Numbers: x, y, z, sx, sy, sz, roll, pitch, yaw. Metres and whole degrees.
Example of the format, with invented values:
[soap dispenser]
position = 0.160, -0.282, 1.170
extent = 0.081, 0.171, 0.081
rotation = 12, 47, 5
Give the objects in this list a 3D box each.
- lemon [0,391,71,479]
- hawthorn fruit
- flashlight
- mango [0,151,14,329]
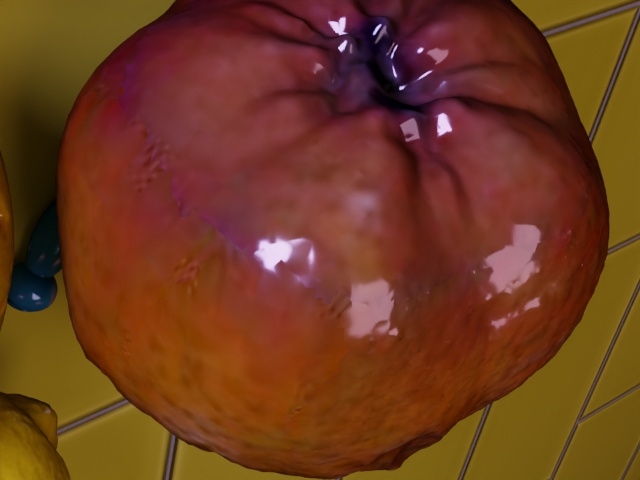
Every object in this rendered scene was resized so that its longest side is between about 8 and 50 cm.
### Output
[lemon]
position = -0.343, 0.242, 1.154
extent = 0.288, 0.233, 0.233
rotation = -41, 149, -27
[hawthorn fruit]
position = 0.000, 0.000, 1.109
extent = 0.472, 0.472, 0.472
rotation = -31, 145, -25
[flashlight]
position = -0.243, 0.007, 1.179
extent = 0.051, 0.051, 0.129
rotation = 8, 116, -54
[mango]
position = -0.332, 0.029, 0.941
extent = 0.253, 0.182, 0.365
rotation = -54, 166, -54
